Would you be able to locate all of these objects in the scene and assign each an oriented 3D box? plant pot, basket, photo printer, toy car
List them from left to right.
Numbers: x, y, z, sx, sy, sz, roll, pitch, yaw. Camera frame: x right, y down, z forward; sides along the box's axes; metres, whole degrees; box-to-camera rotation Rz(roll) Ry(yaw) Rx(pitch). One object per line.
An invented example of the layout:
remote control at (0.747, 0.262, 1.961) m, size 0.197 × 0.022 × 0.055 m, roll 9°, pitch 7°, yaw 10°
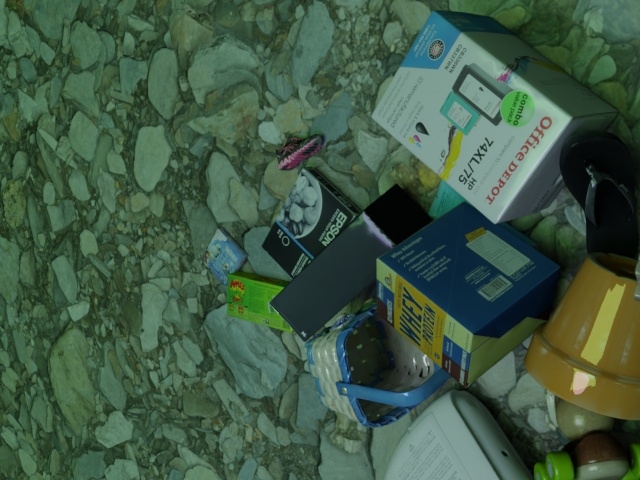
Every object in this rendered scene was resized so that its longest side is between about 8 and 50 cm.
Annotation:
basket at (0.127, 0.203, 1.446) m, size 0.288 × 0.254 × 0.201 m, roll -1°, pitch 109°, yaw 46°
photo printer at (0.235, 0.429, 1.438) m, size 0.256 × 0.107 × 0.308 m, roll -59°, pitch 38°, yaw 24°
toy car at (0.408, 0.285, 1.314) m, size 0.149 × 0.154 × 0.189 m, roll 91°, pitch 173°, yaw -65°
plant pot at (0.423, 0.126, 1.230) m, size 0.205 × 0.205 × 0.188 m, roll 25°, pitch 111°, yaw 33°

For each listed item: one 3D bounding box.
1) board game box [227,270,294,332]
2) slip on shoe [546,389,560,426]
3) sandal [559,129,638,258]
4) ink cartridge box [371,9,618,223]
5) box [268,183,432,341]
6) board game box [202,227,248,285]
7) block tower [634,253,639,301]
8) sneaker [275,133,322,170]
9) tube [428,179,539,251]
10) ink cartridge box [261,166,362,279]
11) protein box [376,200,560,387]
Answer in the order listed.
board game box at (-0.114, 0.125, 1.755) m, size 0.181 × 0.043 × 0.092 m, roll 10°, pitch 104°, yaw 36°
slip on shoe at (0.392, 0.237, 1.376) m, size 0.041 × 0.051 × 0.136 m, roll -6°, pitch 88°, yaw 27°
sandal at (0.414, -0.053, 1.214) m, size 0.097 × 0.055 × 0.255 m, roll -22°, pitch 126°, yaw 12°
ink cartridge box at (0.265, -0.192, 1.298) m, size 0.270 × 0.197 × 0.198 m, roll 44°, pitch 122°, yaw 23°
box at (0.054, 0.038, 1.490) m, size 0.103 × 0.184 × 0.261 m, roll 45°, pitch 119°, yaw 0°
board game box at (-0.207, 0.035, 1.827) m, size 0.090 × 0.020 × 0.090 m, roll 45°, pitch 121°, yaw 23°
block tower at (0.499, -0.078, 1.107) m, size 0.090 × 0.097 × 0.336 m, roll 14°, pitch 80°, yaw 27°
sneaker at (-0.046, -0.184, 1.650) m, size 0.119 × 0.047 × 0.057 m, roll -30°, pitch 68°, yaw 36°
tube at (0.269, -0.024, 1.424) m, size 0.207 × 0.052 × 0.080 m, roll 37°, pitch 123°, yaw 31°
ink cartridge box at (0.000, 0.000, 1.642) m, size 0.208 × 0.045 × 0.206 m, roll 43°, pitch 121°, yaw 22°
protein box at (0.227, 0.079, 1.331) m, size 0.201 × 0.199 × 0.136 m, roll 39°, pitch 149°, yaw 34°
